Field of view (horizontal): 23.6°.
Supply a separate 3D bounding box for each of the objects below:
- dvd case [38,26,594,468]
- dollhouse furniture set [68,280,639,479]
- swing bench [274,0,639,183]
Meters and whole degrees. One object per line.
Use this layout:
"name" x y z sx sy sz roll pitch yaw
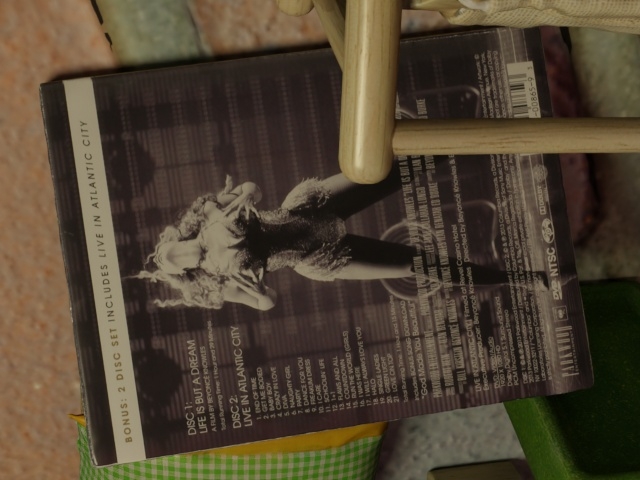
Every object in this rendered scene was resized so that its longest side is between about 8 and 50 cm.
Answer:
"dvd case" 0.000 0.000 0.664 0.221 0.018 0.164 -8 88 -10
"dollhouse furniture set" 0.034 0.149 0.747 0.302 0.151 0.197 -4 124 -12
"swing bench" 0.127 -0.168 0.549 0.253 0.165 0.254 -2 123 -13
